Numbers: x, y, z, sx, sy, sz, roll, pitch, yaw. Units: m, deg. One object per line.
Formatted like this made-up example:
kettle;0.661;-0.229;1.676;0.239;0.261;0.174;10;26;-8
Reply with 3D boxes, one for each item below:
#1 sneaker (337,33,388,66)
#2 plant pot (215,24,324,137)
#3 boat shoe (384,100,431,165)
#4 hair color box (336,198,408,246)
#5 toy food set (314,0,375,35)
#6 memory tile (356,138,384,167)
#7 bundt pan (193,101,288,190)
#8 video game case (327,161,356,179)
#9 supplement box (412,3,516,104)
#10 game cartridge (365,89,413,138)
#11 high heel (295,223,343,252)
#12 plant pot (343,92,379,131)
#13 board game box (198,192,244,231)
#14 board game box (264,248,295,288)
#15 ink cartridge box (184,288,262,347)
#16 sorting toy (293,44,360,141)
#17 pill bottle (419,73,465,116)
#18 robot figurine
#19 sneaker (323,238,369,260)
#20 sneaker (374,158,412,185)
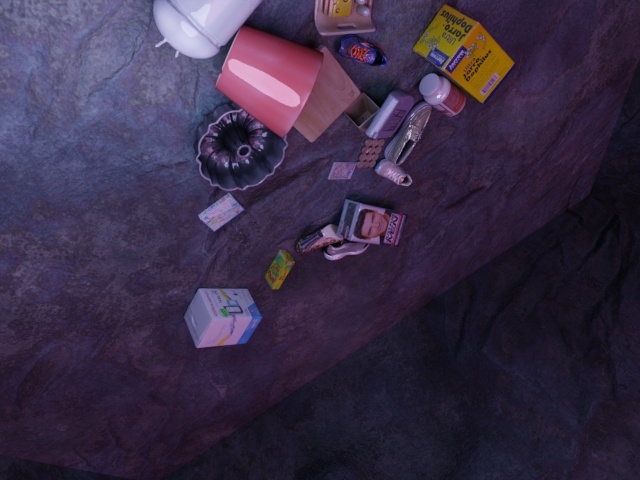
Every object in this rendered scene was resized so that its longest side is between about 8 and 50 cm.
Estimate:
sneaker;0.155;-0.662;1.564;0.221;0.087;0.083;-6;133;-35
plant pot;-0.159;-0.481;1.309;0.243;0.275;0.275;24;117;-18
boat shoe;0.404;-0.468;1.972;0.109;0.094;0.302;7;126;-43
hair color box;0.264;-0.081;2.220;0.375;0.114;0.185;7;101;-43
toy food set;0.105;-0.798;1.369;0.220;0.092;0.306;-18;139;-24
memory tile;0.221;-0.388;1.978;0.113;0.012;0.148;-11;137;-35
bundt pan;-0.286;-0.337;1.535;0.331;0.124;0.330;-22;141;-19
video game case;0.096;-0.310;1.968;0.122;0.011;0.087;-7;134;-34
supplement box;0.570;-0.719;1.746;0.357;0.194;0.195;11;123;-46
game cartridge;0.286;-0.502;1.772;0.198;0.062;0.297;-60;168;23
high heel;0.000;0.000;2.202;0.186;0.093;0.261;-34;163;36
plant pot;0.171;-0.493;1.756;0.109;0.109;0.096;-41;157;6
board game box;-0.394;-0.112;1.775;0.154;0.026;0.103;-36;144;0
board game box;-0.200;0.141;2.156;0.043;0.092;0.181;5;127;-43
ink cartridge box;-0.462;0.361;2.098;0.270;0.198;0.197;6;127;-43
sorting toy;-0.029;-0.521;1.568;0.255;0.089;0.257;-44;144;11
pill bottle;0.511;-0.616;1.874;0.216;0.121;0.121;13;122;-46
robot figurine;-0.290;-0.624;1.149;0.353;0.200;0.300;-45;171;12
sneaker;0.145;0.018;2.299;0.272;0.100;0.108;-19;135;-22
sneaker;0.348;-0.319;2.095;0.229;0.092;0.087;9;126;-43
